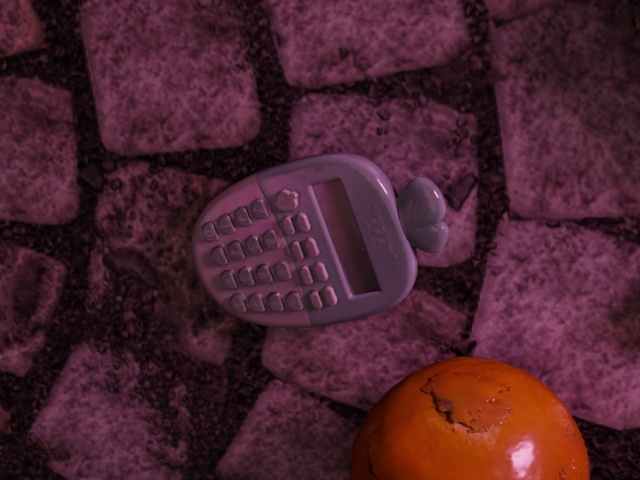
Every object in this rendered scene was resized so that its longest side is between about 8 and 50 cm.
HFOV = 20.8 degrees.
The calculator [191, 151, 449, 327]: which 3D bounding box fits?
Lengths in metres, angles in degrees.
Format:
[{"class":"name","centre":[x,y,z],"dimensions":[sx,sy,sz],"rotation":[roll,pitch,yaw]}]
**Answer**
[{"class":"calculator","centre":[0.000,0.000,1.830],"dimensions":[0.295,0.042,0.184],"rotation":[-13,106,24]}]

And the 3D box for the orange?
[{"class":"orange","centre":[0.152,0.242,1.771],"dimensions":[0.246,0.246,0.246],"rotation":[6,112,15]}]
